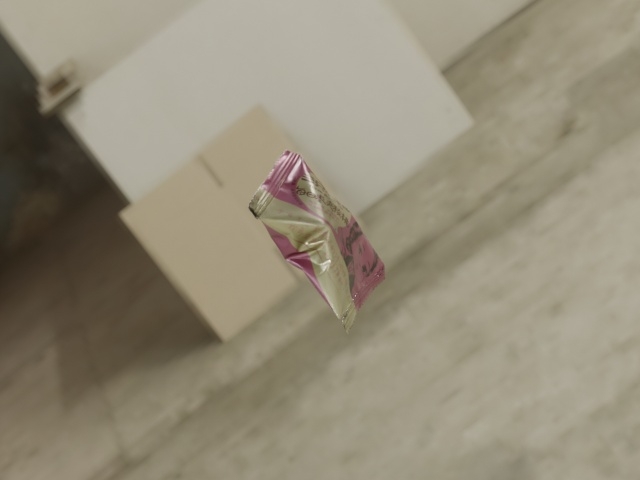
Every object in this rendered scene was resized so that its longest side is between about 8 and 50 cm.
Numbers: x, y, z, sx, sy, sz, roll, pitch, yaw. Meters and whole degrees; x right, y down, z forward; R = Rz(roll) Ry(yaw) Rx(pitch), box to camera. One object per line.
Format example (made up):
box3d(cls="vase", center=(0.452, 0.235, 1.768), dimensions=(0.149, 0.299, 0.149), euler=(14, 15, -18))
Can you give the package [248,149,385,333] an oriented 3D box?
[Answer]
box3d(cls="package", center=(0.000, 0.000, 0.900), dimensions=(0.029, 0.083, 0.059), euler=(-28, 16, 34))
